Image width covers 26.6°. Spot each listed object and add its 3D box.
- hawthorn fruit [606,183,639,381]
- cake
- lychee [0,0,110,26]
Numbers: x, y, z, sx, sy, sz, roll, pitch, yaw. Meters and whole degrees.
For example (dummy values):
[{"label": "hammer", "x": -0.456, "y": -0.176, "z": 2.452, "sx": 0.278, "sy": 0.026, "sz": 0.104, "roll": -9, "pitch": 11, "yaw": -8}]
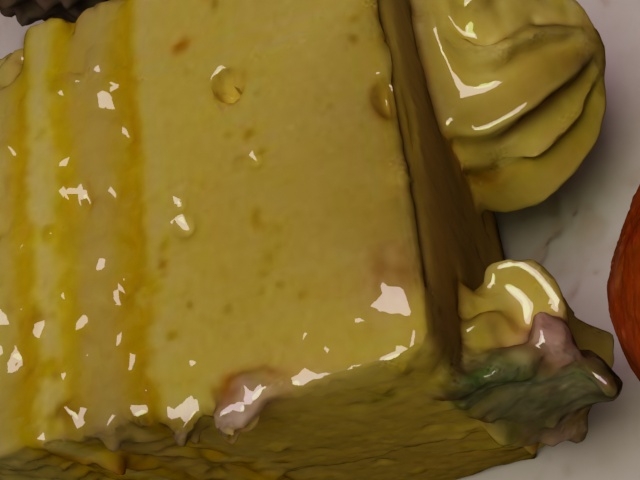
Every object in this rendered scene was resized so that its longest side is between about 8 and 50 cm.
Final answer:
[{"label": "hawthorn fruit", "x": 0.204, "y": 0.025, "z": 0.520, "sx": 0.299, "sy": 0.211, "sz": 0.211, "roll": -44, "pitch": 57, "yaw": -13}, {"label": "cake", "x": 0.000, "y": 0.000, "z": 0.637, "sx": 0.286, "sy": 0.222, "sz": 0.228, "roll": -15, "pitch": 67, "yaw": 20}, {"label": "lychee", "x": -0.114, "y": -0.305, "z": 0.731, "sx": 0.380, "sy": 0.380, "sz": 0.432, "roll": -43, "pitch": 28, "yaw": 6}]
